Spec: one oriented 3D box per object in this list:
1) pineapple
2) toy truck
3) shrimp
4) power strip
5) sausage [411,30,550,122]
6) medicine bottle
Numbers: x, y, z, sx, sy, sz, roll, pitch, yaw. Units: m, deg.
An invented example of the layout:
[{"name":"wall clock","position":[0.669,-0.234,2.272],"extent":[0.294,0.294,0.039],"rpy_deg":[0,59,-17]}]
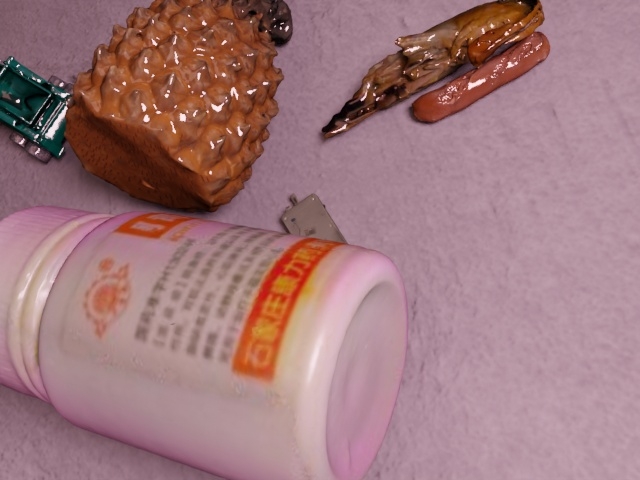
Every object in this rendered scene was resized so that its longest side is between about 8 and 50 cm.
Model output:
[{"name":"pineapple","position":[-0.124,-0.219,0.785],"extent":[0.222,0.223,0.357],"rpy_deg":[12,65,25]},{"name":"toy truck","position":[-0.421,-0.200,0.933],"extent":[0.216,0.116,0.110],"rpy_deg":[28,82,29]},{"name":"shrimp","position":[0.107,-0.190,0.722],"extent":[0.262,0.117,0.066],"rpy_deg":[-32,102,6]},{"name":"power strip","position":[0.000,0.000,0.739],"extent":[0.051,0.019,0.136],"rpy_deg":[-36,61,7]},{"name":"sausage","position":[0.170,-0.171,0.732],"extent":[0.158,0.042,0.036],"rpy_deg":[-28,101,11]},{"name":"medicine bottle","position":[-0.131,0.087,0.645],"extent":[0.388,0.219,0.219],"rpy_deg":[9,73,26]}]
